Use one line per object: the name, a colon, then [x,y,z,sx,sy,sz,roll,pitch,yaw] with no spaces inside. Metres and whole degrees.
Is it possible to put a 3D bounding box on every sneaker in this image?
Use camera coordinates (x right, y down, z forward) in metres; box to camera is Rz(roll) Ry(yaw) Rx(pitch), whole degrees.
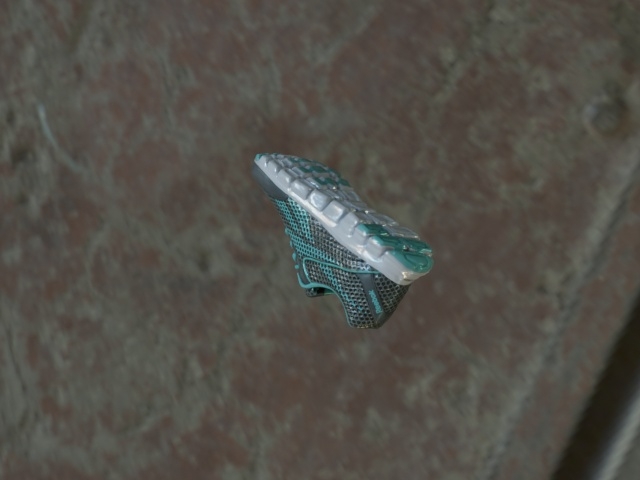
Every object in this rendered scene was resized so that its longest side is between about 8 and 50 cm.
sneaker: [0.000,0.000,1.253,0.065,0.166,0.076,6,117,-44]
